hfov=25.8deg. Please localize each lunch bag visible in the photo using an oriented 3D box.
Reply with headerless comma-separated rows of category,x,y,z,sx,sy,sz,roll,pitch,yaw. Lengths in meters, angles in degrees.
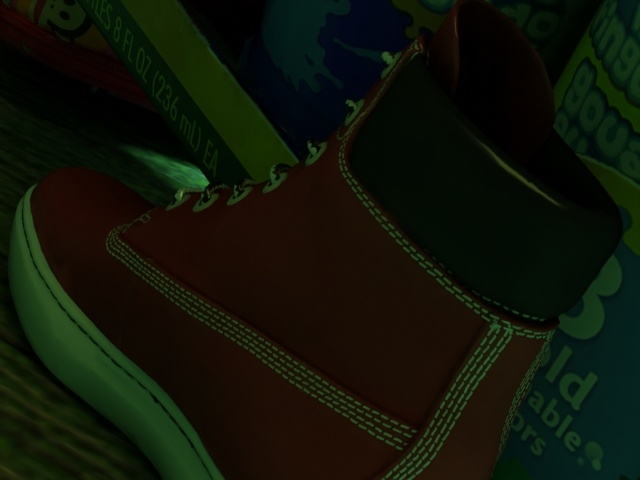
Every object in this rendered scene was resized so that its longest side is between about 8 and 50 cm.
lunch bag,-0.074,-0.147,0.877,0.258,0.120,0.293,18,13,-21

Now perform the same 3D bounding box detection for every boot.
boot,-0.012,-0.010,0.449,0.088,0.176,0.244,10,21,-40

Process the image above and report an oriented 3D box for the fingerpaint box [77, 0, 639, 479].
fingerpaint box,0.080,-0.155,0.495,0.163,0.371,0.445,-8,48,-38
